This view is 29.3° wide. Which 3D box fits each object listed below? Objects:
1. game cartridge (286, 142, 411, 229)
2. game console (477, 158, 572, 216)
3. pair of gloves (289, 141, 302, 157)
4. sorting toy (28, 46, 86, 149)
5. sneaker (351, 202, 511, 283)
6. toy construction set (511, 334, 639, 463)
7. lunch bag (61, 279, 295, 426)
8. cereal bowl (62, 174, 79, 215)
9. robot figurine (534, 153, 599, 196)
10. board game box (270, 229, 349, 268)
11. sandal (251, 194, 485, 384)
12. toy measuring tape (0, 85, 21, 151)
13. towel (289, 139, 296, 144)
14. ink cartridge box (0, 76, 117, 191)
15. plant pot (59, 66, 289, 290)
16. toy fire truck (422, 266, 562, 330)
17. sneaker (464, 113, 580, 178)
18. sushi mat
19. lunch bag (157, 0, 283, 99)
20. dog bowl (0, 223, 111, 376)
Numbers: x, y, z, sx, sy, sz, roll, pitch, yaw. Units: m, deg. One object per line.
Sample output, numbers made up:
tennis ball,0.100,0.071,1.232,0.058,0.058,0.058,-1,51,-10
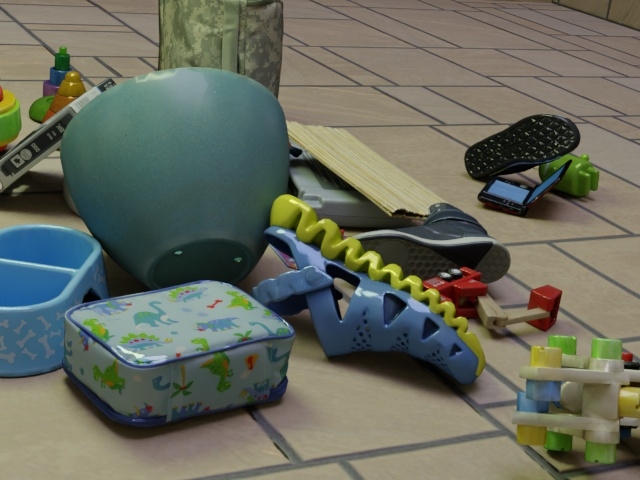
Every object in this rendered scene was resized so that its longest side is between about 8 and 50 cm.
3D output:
game cartridge,0.040,-0.088,1.961,0.198,0.062,0.297,7,19,-14
game console,0.342,-0.102,2.048,0.124,0.085,0.144,20,22,13
pair of gloves,-0.112,-0.187,1.934,0.198,0.023,0.159,30,0,-9
sorting toy,-0.452,-0.270,2.179,0.127,0.126,0.365,1,22,-16
sneaker,0.130,0.006,1.683,0.226,0.086,0.163,3,20,-10
toy construction set,0.350,0.170,1.216,0.328,0.151,0.215,17,-4,6
lunch bag,-0.150,0.113,1.285,0.219,0.090,0.176,-10,27,-39
cereal bowl,-0.214,-0.121,1.835,0.339,0.141,0.339,7,20,-3
robot figurine,0.434,-0.118,2.155,0.101,0.067,0.115,-24,35,-35
board game box,0.000,0.000,1.731,0.133,0.033,0.168,-1,22,-21
sandal,0.045,0.082,1.421,0.317,0.138,0.126,32,-11,21
toy measuring tape,-0.526,-0.166,1.903,0.121,0.121,0.330,3,29,-12
towel,-0.002,-0.153,2.164,0.152,0.023,0.113,7,19,0
ink cartridge box,-0.401,-0.148,1.794,0.208,0.045,0.206,-35,12,16
plant pot,-0.165,-0.045,1.514,0.290,0.290,0.195,-1,56,-21
toy fire truck,0.204,0.084,1.554,0.135,0.047,0.192,25,27,36
sneaker,0.359,-0.165,2.142,0.235,0.084,0.097,-13,-8,41
sushi mat,0.074,-0.108,1.882,0.151,0.019,0.316,3,26,-41
lunch bag,-0.173,-0.302,2.120,0.213,0.305,0.256,0,17,-11
dog bowl,-0.337,0.058,1.396,0.166,0.074,0.297,8,21,2
